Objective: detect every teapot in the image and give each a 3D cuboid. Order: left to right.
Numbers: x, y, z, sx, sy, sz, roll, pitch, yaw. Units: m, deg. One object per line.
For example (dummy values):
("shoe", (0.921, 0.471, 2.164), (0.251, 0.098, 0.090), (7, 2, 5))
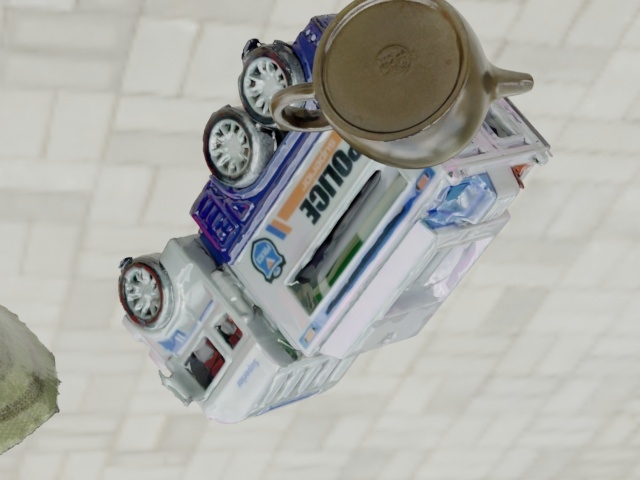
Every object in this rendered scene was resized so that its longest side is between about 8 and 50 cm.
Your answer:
("teapot", (0.034, -0.066, 0.764), (0.121, 0.076, 0.068), (-11, 160, 17))

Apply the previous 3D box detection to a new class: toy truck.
("toy truck", (0.000, 0.000, 1.002), (0.124, 0.155, 0.268), (-14, 147, -46))

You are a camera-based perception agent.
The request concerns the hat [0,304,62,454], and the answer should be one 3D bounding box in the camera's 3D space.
("hat", (-0.248, 0.014, 0.912), (0.252, 0.252, 0.110), (8, 112, -26))
